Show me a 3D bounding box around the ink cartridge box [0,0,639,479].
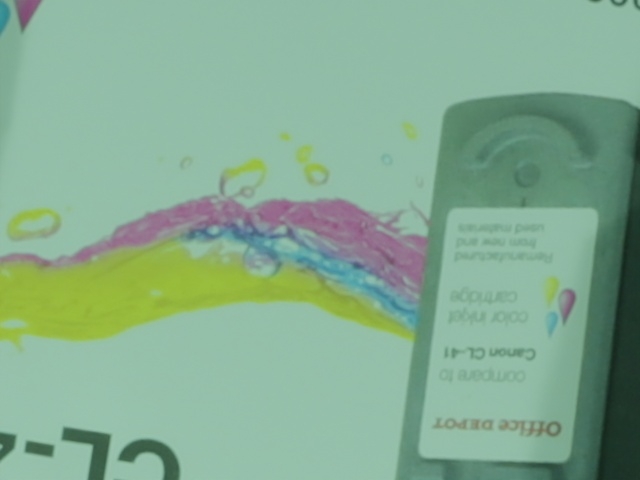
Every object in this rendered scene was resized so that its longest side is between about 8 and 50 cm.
[{"bbox_3d":[0.000,0.000,0.484,0.226,0.131,0.306,9,88,-4],"label":"ink cartridge box"}]
